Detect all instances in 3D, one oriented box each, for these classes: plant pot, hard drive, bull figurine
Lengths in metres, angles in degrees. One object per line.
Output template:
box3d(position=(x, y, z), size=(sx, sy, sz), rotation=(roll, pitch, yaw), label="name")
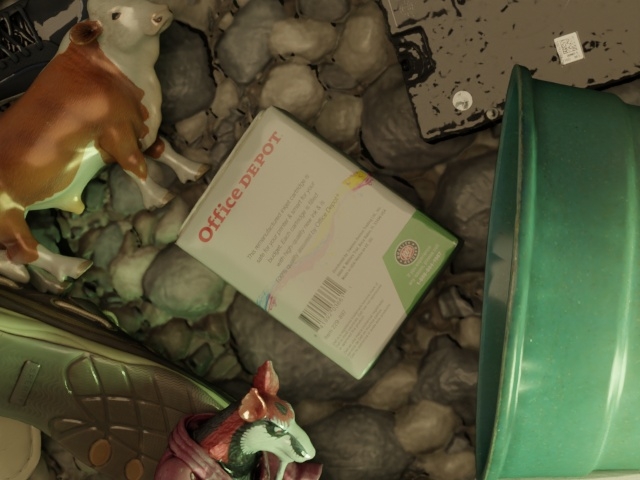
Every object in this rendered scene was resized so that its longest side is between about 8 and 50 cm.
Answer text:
box3d(position=(0.304, 0.043, 1.195), size=(0.334, 0.341, 0.341), rotation=(5, 92, 2), label="plant pot")
box3d(position=(0.219, -0.245, 1.322), size=(0.339, 0.064, 0.237), rotation=(-18, 88, 12), label="hard drive")
box3d(position=(-0.224, -0.087, 1.386), size=(0.310, 0.101, 0.188), rotation=(-39, 94, 14), label="bull figurine")

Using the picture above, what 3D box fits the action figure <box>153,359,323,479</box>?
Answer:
box3d(position=(-0.102, 0.265, 1.334), size=(0.276, 0.248, 0.370), rotation=(28, 110, 36), label="action figure")

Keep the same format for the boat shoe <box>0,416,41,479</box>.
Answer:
box3d(position=(-0.382, 0.101, 1.431), size=(0.116, 0.097, 0.324), rotation=(-36, 91, -35), label="boat shoe")

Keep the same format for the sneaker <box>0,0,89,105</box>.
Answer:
box3d(position=(-0.316, -0.172, 1.380), size=(0.226, 0.163, 0.086), rotation=(-34, 83, 8), label="sneaker")

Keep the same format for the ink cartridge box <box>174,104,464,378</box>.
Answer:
box3d(position=(0.000, 0.000, 1.355), size=(0.212, 0.093, 0.154), rotation=(36, 97, 7), label="ink cartridge box")

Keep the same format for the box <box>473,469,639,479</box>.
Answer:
box3d(position=(0.230, 0.279, 1.301), size=(0.181, 0.119, 0.182), rotation=(-4, 91, 11), label="box")

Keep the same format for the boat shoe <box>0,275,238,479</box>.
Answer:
box3d(position=(-0.218, 0.110, 1.370), size=(0.355, 0.130, 0.132), rotation=(26, 120, -15), label="boat shoe")
